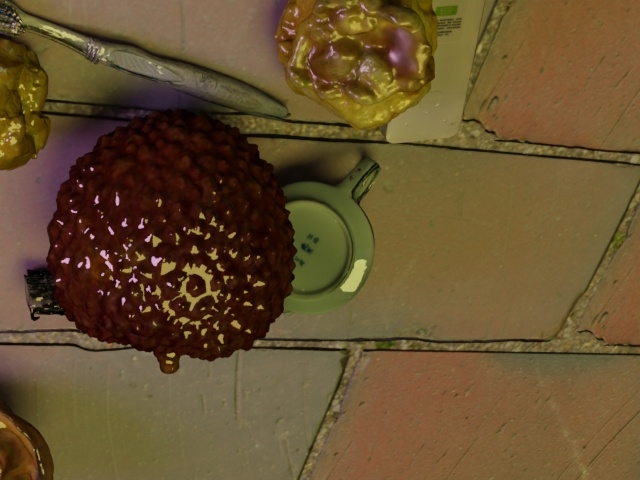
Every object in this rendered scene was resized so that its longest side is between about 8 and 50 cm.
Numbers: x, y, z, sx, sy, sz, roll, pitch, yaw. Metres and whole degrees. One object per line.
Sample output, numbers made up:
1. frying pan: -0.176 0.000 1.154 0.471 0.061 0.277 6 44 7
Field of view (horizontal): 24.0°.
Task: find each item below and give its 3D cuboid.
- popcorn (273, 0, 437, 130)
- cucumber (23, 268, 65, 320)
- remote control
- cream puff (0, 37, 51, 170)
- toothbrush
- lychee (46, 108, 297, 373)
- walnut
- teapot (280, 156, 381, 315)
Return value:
1. popcorn: 0.041 -0.210 1.635 0.197 0.156 0.198 3 132 3
2. cucumber: -0.236 0.057 1.804 0.245 0.067 0.067 -3 128 -24
3. remote control: 0.132 -0.225 1.754 0.103 0.034 0.250 -8 131 -18
4. cream puff: -0.339 -0.133 1.559 0.156 0.121 0.156 -16 131 -20
5. toothbrush: -0.199 -0.192 1.633 0.413 0.042 0.035 15 120 -35
6. lychee: -0.161 0.006 1.658 0.275 0.275 0.304 -2 107 -23
7. walnut: -0.452 0.260 1.825 0.238 0.141 0.204 -22 122 -3
8. teapot: 0.000 0.000 1.824 0.159 0.159 0.232 23 105 -36
